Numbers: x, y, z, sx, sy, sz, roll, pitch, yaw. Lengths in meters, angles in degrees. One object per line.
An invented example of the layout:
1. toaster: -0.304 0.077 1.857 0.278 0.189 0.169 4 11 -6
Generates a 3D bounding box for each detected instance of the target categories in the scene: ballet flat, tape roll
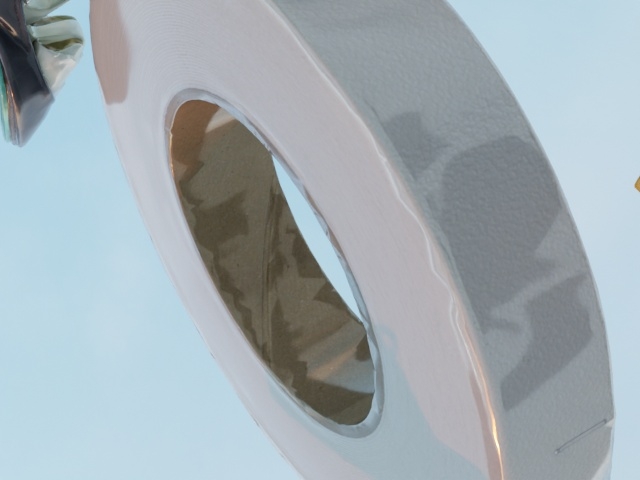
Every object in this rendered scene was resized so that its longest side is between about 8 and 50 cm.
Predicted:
1. ballet flat: -0.185 -0.138 0.859 0.074 0.074 0.203 -12 -40 -8
2. tape roll: 0.000 0.000 0.740 0.072 0.392 0.392 -28 -71 -22

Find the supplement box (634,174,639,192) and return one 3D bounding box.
1. supplement box: 0.212 -0.004 0.457 0.081 0.188 0.104 -15 -39 -35
